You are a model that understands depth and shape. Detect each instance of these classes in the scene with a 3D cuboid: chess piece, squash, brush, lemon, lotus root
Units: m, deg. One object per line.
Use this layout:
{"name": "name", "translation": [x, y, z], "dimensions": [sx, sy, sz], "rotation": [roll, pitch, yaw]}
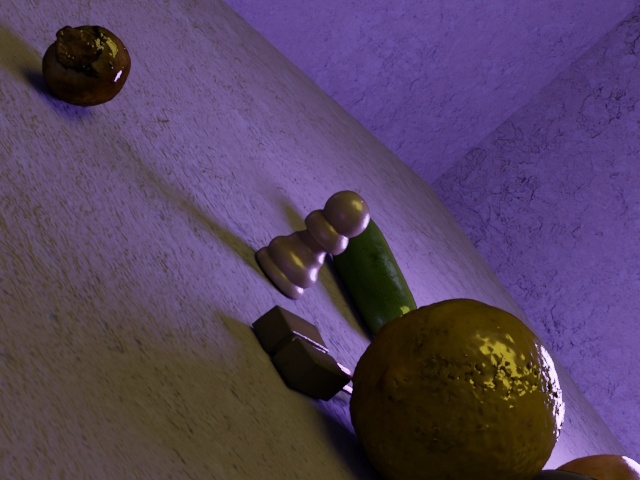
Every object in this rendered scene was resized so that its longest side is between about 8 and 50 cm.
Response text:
{"name": "chess piece", "translation": [0.000, 0.000, 1.933], "dimensions": [0.094, 0.170, 0.094], "rotation": [49, 10, -12]}
{"name": "squash", "translation": [0.081, 0.049, 2.282], "dimensions": [0.101, 0.101, 0.378], "rotation": [41, 17, -35]}
{"name": "brush", "translation": [0.008, 0.161, 1.734], "dimensions": [0.103, 0.047, 0.233], "rotation": [56, 12, 32]}
{"name": "lemon", "translation": [0.174, 0.202, 1.683], "dimensions": [0.258, 0.258, 0.310], "rotation": [55, 14, 28]}
{"name": "lotus root", "translation": [-0.287, -0.214, 1.715], "dimensions": [0.190, 0.108, 0.094], "rotation": [61, 16, -83]}

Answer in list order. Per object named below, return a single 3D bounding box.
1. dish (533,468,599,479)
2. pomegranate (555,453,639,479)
{"name": "dish", "translation": [0.334, 0.440, 1.688], "dimensions": [0.316, 0.106, 0.316], "rotation": [35, -36, 31]}
{"name": "pomegranate", "translation": [0.417, 0.427, 2.019], "dimensions": [0.233, 0.233, 0.233], "rotation": [47, 11, -12]}
